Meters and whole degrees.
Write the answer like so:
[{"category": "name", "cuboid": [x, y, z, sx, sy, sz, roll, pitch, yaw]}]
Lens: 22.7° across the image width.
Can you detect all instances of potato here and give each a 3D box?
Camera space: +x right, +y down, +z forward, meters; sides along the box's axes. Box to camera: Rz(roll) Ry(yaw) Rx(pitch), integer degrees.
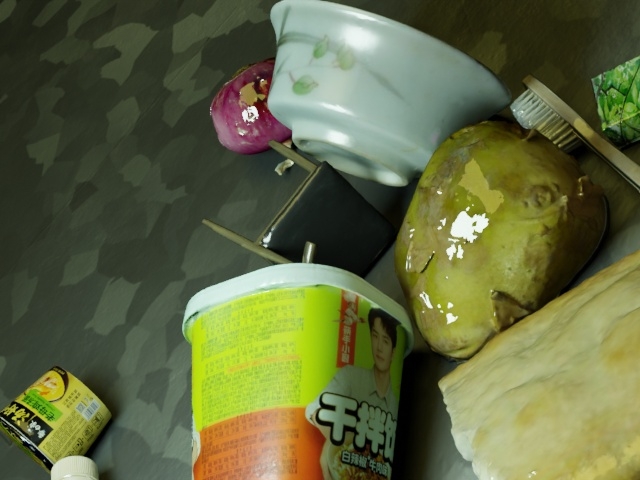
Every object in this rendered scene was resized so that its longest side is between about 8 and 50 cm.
[{"category": "potato", "cuboid": [0.192, -0.015, 1.990, 0.300, 0.196, 0.246, -50, 38, -2]}]

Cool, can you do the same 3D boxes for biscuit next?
[{"category": "biscuit", "cuboid": [0.316, 0.138, 1.718, 0.446, 0.104, 0.429, -35, 14, 14]}]

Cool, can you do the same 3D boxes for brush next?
[{"category": "brush", "cuboid": [0.338, -0.115, 2.040, 0.065, 0.070, 0.327, -42, 41, 2]}]

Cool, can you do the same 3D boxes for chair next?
[{"category": "chair", "cuboid": [0.000, 0.000, 2.155, 0.166, 0.188, 0.272, -50, 36, -4]}]

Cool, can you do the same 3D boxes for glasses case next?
[{"category": "glasses case", "cuboid": [0.480, -0.213, 2.003, 0.272, 0.062, 0.095, -25, 50, 25]}]

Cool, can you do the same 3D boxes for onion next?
[{"category": "onion", "cuboid": [-0.081, -0.202, 2.424, 0.177, 0.153, 0.177, -42, 26, 25]}]

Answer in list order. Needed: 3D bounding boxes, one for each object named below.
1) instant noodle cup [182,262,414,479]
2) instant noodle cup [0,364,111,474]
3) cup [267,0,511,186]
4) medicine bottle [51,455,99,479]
[{"category": "instant noodle cup", "cuboid": [-0.031, 0.230, 1.943, 0.294, 0.294, 0.308, -18, 54, 30]}, {"category": "instant noodle cup", "cuboid": [-0.383, 0.263, 2.308, 0.122, 0.151, 0.151, -46, 38, -18]}, {"category": "cup", "cuboid": [0.067, -0.179, 2.141, 0.347, 0.347, 0.163, 13, 79, 46]}, {"category": "medicine bottle", "cuboid": [-0.327, 0.407, 2.150, 0.114, 0.114, 0.252, -31, 41, 17]}]
